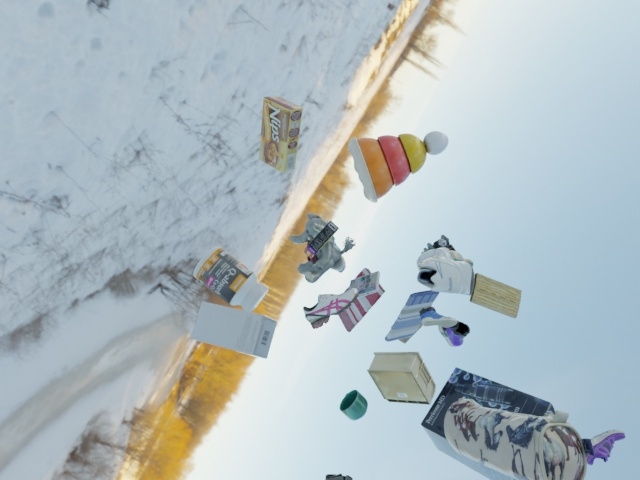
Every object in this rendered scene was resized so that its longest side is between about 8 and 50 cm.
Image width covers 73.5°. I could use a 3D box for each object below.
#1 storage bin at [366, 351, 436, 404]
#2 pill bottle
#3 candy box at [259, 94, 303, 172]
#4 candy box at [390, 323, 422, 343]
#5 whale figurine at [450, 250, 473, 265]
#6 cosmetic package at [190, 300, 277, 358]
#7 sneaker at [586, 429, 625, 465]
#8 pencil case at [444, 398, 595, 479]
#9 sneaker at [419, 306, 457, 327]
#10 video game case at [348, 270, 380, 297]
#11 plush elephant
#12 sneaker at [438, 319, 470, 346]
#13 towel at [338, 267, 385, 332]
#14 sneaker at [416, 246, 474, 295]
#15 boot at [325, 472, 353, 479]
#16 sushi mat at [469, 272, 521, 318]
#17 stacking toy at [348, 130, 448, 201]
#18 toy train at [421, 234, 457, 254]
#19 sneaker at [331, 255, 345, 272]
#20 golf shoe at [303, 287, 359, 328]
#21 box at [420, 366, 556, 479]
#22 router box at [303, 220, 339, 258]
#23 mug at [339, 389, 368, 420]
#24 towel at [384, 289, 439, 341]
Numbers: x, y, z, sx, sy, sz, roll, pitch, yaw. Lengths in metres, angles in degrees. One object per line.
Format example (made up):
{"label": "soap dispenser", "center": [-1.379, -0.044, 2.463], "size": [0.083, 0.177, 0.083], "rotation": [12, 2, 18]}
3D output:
{"label": "storage bin", "center": [0.417, 0.705, 2.186], "size": [0.262, 0.260, 0.123], "rotation": [-13, -153, 38]}
{"label": "pill bottle", "center": [-0.357, 0.162, 1.732], "size": [0.162, 0.278, 0.162], "rotation": [-53, 177, -4]}
{"label": "candy box", "center": [-0.193, -0.502, 2.034], "size": [0.087, 0.183, 0.316], "rotation": [-28, 140, -43]}
{"label": "candy box", "center": [0.451, 0.414, 2.156], "size": [0.186, 0.053, 0.109], "rotation": [-50, -149, 14]}
{"label": "whale figurine", "center": [0.568, 0.144, 1.869], "size": [0.216, 0.272, 0.141], "rotation": [-20, -124, 39]}
{"label": "cosmetic package", "center": [-0.421, 0.432, 2.080], "size": [0.155, 0.365, 0.197], "rotation": [46, 57, -60]}
{"label": "sneaker", "center": [0.892, 0.653, 1.351], "size": [0.170, 0.071, 0.068], "rotation": [-23, 148, -10]}
{"label": "pencil case", "center": [0.501, 0.530, 1.154], "size": [0.183, 0.160, 0.410], "rotation": [-68, -168, -19]}
{"label": "sneaker", "center": [0.483, 0.310, 1.766], "size": [0.084, 0.152, 0.058], "rotation": [-96, -170, -47]}
{"label": "video game case", "center": [0.191, 0.200, 1.892], "size": [0.143, 0.019, 0.157], "rotation": [-21, -160, 20]}
{"label": "plush elephant", "center": [-0.021, 0.010, 2.081], "size": [0.330, 0.255, 0.272], "rotation": [-36, -166, 1]}
{"label": "sneaker", "center": [0.794, 0.534, 2.462], "size": [0.146, 0.293, 0.102], "rotation": [-13, -128, 33]}
{"label": "towel", "center": [0.216, 0.342, 2.502], "size": [0.329, 0.037, 0.237], "rotation": [-52, -142, 14]}
{"label": "sneaker", "center": [0.338, 0.084, 1.270], "size": [0.297, 0.129, 0.111], "rotation": [-134, -137, -80]}
{"label": "boot", "center": [0.014, 0.866, 1.430], "size": [0.083, 0.246, 0.161], "rotation": [-9, -114, 39]}
{"label": "sushi mat", "center": [0.885, 0.280, 2.153], "size": [0.019, 0.316, 0.151], "rotation": [-9, -118, 66]}
{"label": "stacking toy", "center": [0.407, -0.421, 2.153], "size": [0.480, 0.350, 0.350], "rotation": [-19, -168, 6]}
{"label": "toy train", "center": [0.703, 0.099, 2.514], "size": [0.142, 0.190, 0.334], "rotation": [-28, 162, -8]}
{"label": "sneaker", "center": [0.101, 0.122, 2.228], "size": [0.091, 0.126, 0.240], "rotation": [-52, -156, 2]}
{"label": "golf shoe", "center": [0.032, 0.196, 1.333], "size": [0.186, 0.086, 0.067], "rotation": [-34, -179, 3]}
{"label": "box", "center": [0.647, 0.716, 1.633], "size": [0.395, 0.212, 0.293], "rotation": [8, -131, 50]}
{"label": "router box", "center": [0.000, 0.000, 1.591], "size": [0.133, 0.046, 0.179], "rotation": [-47, 179, -8]}
{"label": "mug", "center": [0.176, 0.818, 2.134], "size": [0.129, 0.097, 0.158], "rotation": [-41, -173, 29]}
{"label": "towel", "center": [0.414, 0.340, 1.947], "size": [0.034, 0.209, 0.285], "rotation": [47, -53, 39]}
